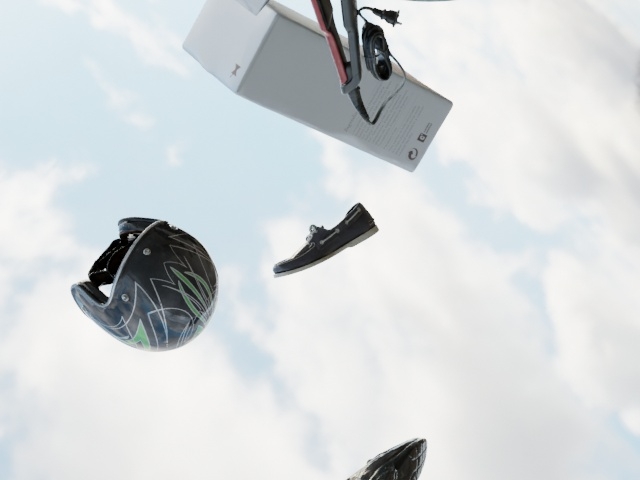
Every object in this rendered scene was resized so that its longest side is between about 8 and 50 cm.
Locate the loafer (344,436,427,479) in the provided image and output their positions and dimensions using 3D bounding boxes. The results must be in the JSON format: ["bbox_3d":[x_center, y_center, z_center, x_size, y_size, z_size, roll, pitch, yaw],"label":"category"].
[{"bbox_3d":[0.088,0.298,1.678,0.061,0.062,0.170,10,-163,29],"label":"loafer"}]

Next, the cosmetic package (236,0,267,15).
[{"bbox_3d":[-0.175,-0.565,1.971,0.377,0.284,0.097,38,-129,-6],"label":"cosmetic package"}]

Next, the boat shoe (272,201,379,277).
[{"bbox_3d":[0.000,0.000,2.133,0.065,0.206,0.075,66,158,-6],"label":"boat shoe"}]

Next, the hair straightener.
[{"bbox_3d":[0.045,-0.221,1.384,0.047,0.089,0.230,-74,-25,-47],"label":"hair straightener"}]

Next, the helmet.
[{"bbox_3d":[-0.201,0.055,1.542,0.162,0.169,0.169,7,170,41],"label":"helmet"}]

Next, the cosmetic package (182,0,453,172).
[{"bbox_3d":[0.000,-0.302,2.346,0.453,0.161,0.230,20,-164,-40],"label":"cosmetic package"}]
